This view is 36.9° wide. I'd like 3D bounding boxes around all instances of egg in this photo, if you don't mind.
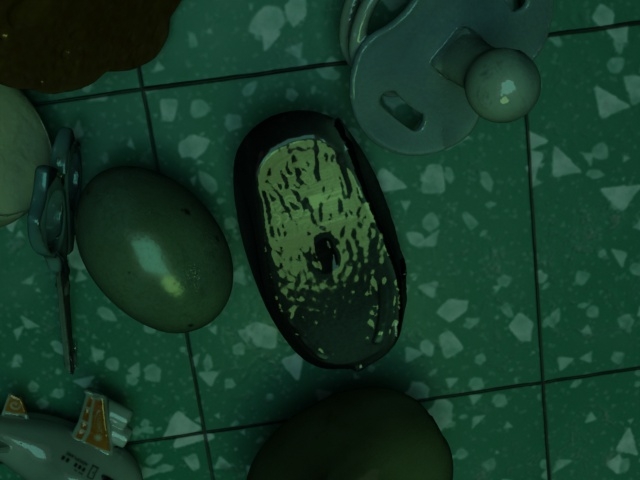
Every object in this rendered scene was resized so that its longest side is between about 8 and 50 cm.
[{"bbox_3d":[-0.210,0.012,1.220,0.169,0.169,0.236,-36,100,6],"label":"egg"}]

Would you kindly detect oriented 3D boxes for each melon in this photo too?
[{"bbox_3d":[0.034,0.339,1.296,0.272,0.272,0.308,30,79,-12],"label":"melon"}]

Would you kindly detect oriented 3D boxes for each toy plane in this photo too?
[{"bbox_3d":[-0.360,0.306,1.325,0.245,0.117,0.244,-1,105,-4],"label":"toy plane"}]

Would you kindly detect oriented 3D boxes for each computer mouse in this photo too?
[{"bbox_3d":[0.001,-0.002,1.263,0.203,0.114,0.373,-15,115,-3],"label":"computer mouse"}]

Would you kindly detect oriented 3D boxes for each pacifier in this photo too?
[{"bbox_3d":[0.171,-0.219,1.143,0.244,0.233,0.299,31,103,-40],"label":"pacifier"}]

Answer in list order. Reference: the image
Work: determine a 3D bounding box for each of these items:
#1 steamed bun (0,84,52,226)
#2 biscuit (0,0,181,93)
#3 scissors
[{"bbox_3d":[-0.439,-0.122,1.172,0.131,0.177,0.228,-3,129,40],"label":"steamed bun"},{"bbox_3d":[-0.273,-0.312,1.051,0.057,0.351,0.312,25,130,27],"label":"biscuit"},{"bbox_3d":[-0.331,0.037,1.246,0.029,0.191,0.360,3,123,0],"label":"scissors"}]
